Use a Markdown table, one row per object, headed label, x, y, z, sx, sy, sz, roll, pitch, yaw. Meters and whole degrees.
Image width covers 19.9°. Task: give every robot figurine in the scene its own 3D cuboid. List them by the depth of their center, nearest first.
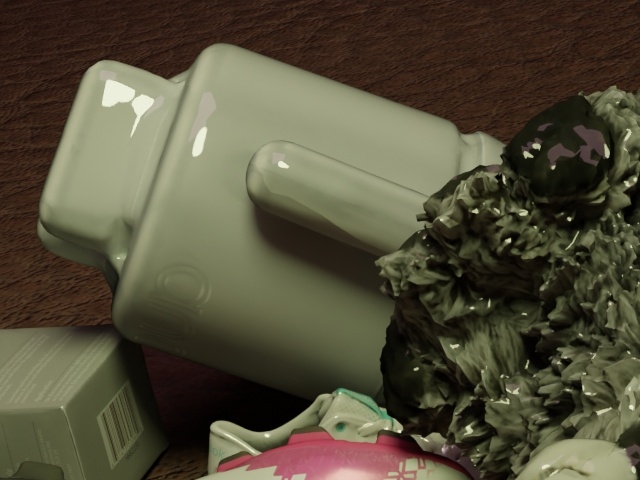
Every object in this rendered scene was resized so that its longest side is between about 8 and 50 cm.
| label | x | y | z | sx | sy | sz | roll | pitch | yaw |
| --- | --- | --- | --- | --- | --- | --- | --- | --- | --- |
| robot figurine | 0.000 | 0.000 | 1.172 | 0.353 | 0.200 | 0.300 | 18 | -8 | -5 |

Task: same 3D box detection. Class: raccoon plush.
| label | x | y | z | sx | sy | sz | roll | pitch | yaw |
| --- | --- | --- | --- | --- | --- | --- | --- | --- | --- |
| raccoon plush | 0.242 | 0.075 | 0.934 | 0.446 | 0.216 | 0.299 | -16 | 57 | -31 |

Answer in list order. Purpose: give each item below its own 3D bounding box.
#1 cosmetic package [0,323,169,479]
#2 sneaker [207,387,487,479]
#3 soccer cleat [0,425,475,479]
| label | x | y | z | sx | sy | sz | roll | pitch | yaw |
| --- | --- | --- | --- | --- | --- | --- | --- | --- | --- |
| cosmetic package | -0.239 | 0.126 | 1.206 | 0.238 | 0.107 | 0.127 | -5 | 22 | 21 |
| sneaker | 0.037 | 0.126 | 1.079 | 0.212 | 0.094 | 0.080 | -10 | 21 | 2 |
| soccer cleat | -0.074 | 0.192 | 0.991 | 0.331 | 0.116 | 0.143 | -6 | 45 | 7 |
